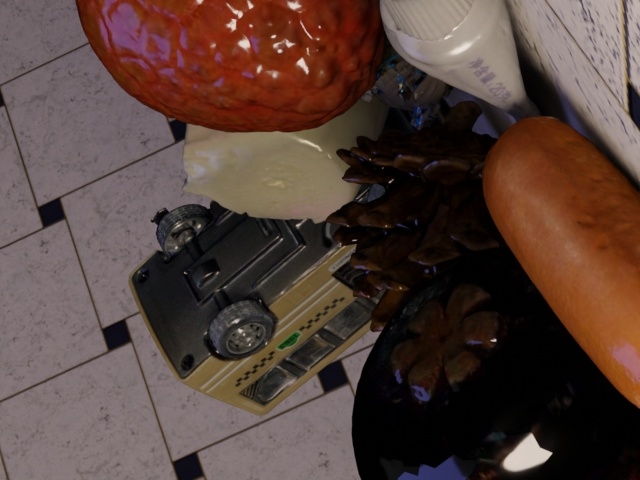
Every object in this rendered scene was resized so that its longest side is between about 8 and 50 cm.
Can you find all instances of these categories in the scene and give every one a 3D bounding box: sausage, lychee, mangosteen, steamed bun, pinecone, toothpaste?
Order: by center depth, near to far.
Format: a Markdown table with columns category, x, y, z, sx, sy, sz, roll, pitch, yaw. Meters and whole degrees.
| category | x | y | z | sx | sy | sz | roll | pitch | yaw |
| --- | --- | --- | --- | --- | --- | --- | --- | --- | --- |
| sausage | 0.144 | 0.007 | 0.881 | 0.076 | 0.076 | 0.197 | 56 | -177 | -48 |
| toothpaste | 0.086 | -0.109 | 0.971 | 0.282 | 0.068 | 0.099 | 39 | -135 | -66 |
| mangosteen | 0.133 | 0.112 | 0.998 | 0.243 | 0.243 | 0.243 | 57 | -179 | -2 |
| pinecone | 0.103 | 0.007 | 1.327 | 0.185 | 0.168 | 0.212 | -46 | -63 | -74 |
| lychee | -0.077 | -0.203 | 1.352 | 0.300 | 0.255 | 0.255 | 23 | 156 | 43 |
| steamed bun | -0.027 | -0.123 | 1.553 | 0.200 | 0.226 | 0.170 | 4 | 156 | 30 |

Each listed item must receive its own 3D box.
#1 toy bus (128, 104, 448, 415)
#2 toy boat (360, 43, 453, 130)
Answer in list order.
| category | x | y | z | sx | sy | sz | roll | pitch | yaw |
| --- | --- | --- | --- | --- | --- | --- | --- | --- | --- |
| toy bus | 0.000 | 0.000 | 1.716 | 0.202 | 0.365 | 0.177 | 37 | -162 | -50 |
| toy boat | 0.076 | -0.135 | 1.379 | 0.084 | 0.066 | 0.210 | 28 | 178 | -5 |
